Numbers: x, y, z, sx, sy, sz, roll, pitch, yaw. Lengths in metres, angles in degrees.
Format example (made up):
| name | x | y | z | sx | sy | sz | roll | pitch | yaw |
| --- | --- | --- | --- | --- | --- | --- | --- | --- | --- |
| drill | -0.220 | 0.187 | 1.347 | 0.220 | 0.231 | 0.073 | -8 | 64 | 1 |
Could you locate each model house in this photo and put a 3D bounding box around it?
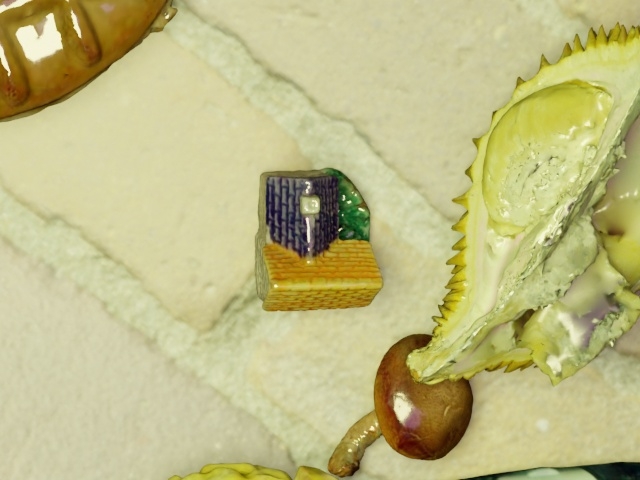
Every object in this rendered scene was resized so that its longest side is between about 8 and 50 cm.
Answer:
| name | x | y | z | sx | sy | sz | roll | pitch | yaw |
| --- | --- | --- | --- | --- | --- | --- | --- | --- | --- |
| model house | 0.000 | 0.000 | 1.238 | 0.087 | 0.100 | 0.101 | 0 | 95 | -9 |

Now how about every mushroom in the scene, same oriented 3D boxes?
| name | x | y | z | sx | sy | sz | roll | pitch | yaw |
| --- | --- | --- | --- | --- | --- | --- | --- | --- | --- |
| mushroom | 0.062 | 0.135 | 1.278 | 0.129 | 0.073 | 0.088 | -49 | 131 | 1 |

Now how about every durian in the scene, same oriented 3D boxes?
| name | x | y | z | sx | sy | sz | roll | pitch | yaw |
| --- | --- | --- | --- | --- | --- | --- | --- | --- | --- |
| durian | 0.179 | -0.012 | 1.234 | 0.172 | 0.166 | 0.306 | 36 | 99 | -8 |

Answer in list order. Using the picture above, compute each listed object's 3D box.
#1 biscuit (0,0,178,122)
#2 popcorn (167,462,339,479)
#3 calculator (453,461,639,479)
| name | x | y | z | sx | sy | sz | roll | pitch | yaw |
| --- | --- | --- | --- | --- | --- | --- | --- | --- | --- |
| biscuit | -0.267 | -0.212 | 1.168 | 0.366 | 0.115 | 0.268 | 17 | 93 | -9 |
| popcorn | -0.052 | 0.266 | 1.193 | 0.205 | 0.237 | 0.251 | 27 | 131 | 0 |
| calculator | 0.177 | 0.255 | 1.318 | 0.293 | 0.051 | 0.173 | -5 | 98 | -9 |
